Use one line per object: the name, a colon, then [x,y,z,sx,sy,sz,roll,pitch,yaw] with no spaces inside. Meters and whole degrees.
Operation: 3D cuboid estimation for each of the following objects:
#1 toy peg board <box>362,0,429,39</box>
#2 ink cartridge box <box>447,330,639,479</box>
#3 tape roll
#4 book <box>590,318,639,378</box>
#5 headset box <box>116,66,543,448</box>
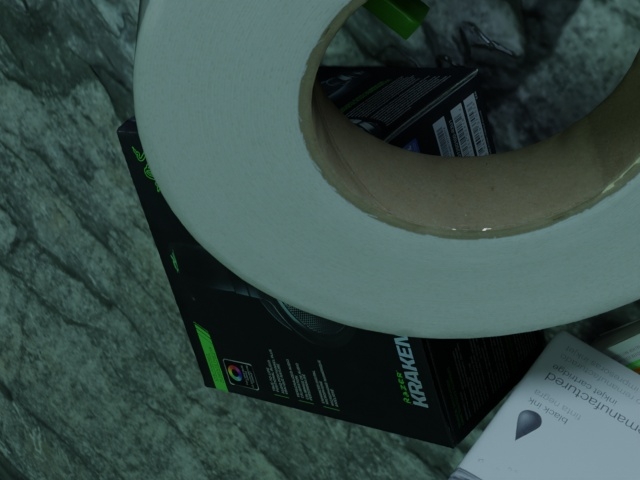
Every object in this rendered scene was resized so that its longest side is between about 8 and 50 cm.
toy peg board: [0.072,-0.212,0.828,0.079,0.161,0.160,35,143,-8]
ink cartridge box: [0.167,0.225,0.922,0.207,0.283,0.117,31,139,15]
tape roll: [0.091,-0.097,0.775,0.392,0.072,0.392,-1,135,-1]
book: [0.264,0.119,0.994,0.144,0.035,0.096,53,141,-5]
headset box: [0.000,0.000,1.081,0.283,0.131,0.246,9,125,42]
